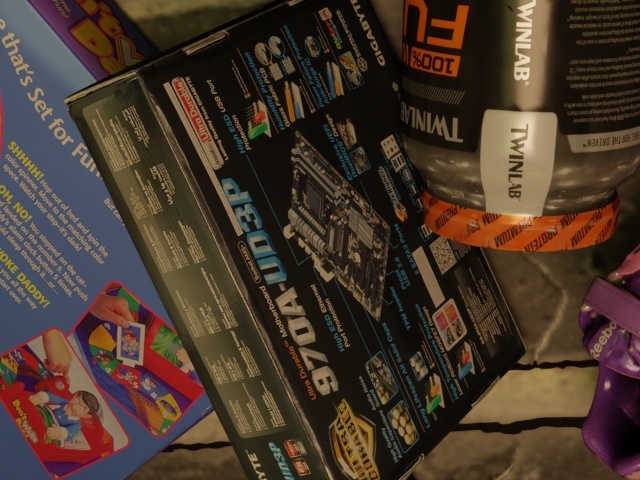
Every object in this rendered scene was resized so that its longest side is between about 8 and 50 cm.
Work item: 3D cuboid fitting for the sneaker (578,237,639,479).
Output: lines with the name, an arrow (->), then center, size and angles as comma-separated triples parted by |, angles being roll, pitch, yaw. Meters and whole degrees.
sneaker -> 0.169, 0.018, 0.607 | 0.104, 0.095, 0.236 | -9, 117, -21

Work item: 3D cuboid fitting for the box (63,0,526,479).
box -> 0.000, 0.000, 0.633 | 0.051, 0.175, 0.220 | -17, 103, 40

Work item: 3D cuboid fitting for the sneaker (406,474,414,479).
sneaker -> 0.073, 0.155, 0.738 | 0.083, 0.032, 0.037 | 20, 111, 8

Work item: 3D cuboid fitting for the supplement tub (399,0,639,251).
supplement tub -> 0.095, -0.098, 0.610 | 0.117, 0.117, 0.190 | 5, 107, 14

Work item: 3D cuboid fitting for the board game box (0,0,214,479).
board game box -> -0.185, -0.030, 0.725 | 0.233, 0.078, 0.347 | -39, 94, 23
